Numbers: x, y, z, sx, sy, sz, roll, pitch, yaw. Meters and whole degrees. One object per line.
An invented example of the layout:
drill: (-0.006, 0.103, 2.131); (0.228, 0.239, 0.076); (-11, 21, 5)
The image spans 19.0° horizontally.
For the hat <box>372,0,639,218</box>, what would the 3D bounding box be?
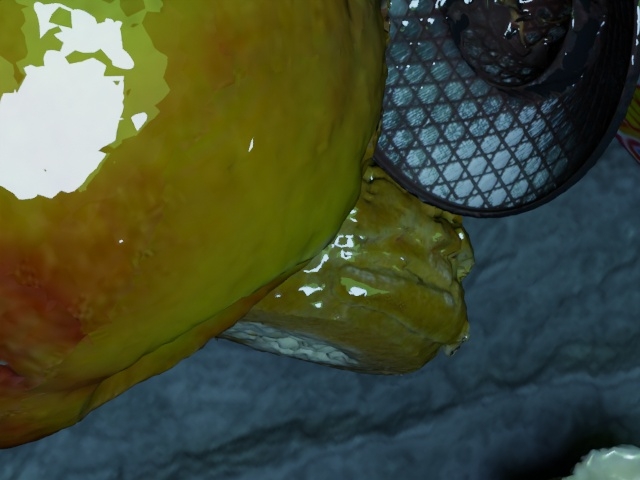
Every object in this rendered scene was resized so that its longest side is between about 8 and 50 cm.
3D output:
hat: (0.091, -0.110, 0.854); (0.082, 0.193, 0.193); (-12, 103, -41)

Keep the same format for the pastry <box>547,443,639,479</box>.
pastry: (0.148, 0.234, 1.056); (0.121, 0.089, 0.258); (-12, 101, -22)

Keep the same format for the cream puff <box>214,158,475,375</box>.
cream puff: (0.000, 0.000, 0.938); (0.165, 0.150, 0.115); (39, 61, -59)

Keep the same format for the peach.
peach: (-0.158, -0.100, 0.763); (0.372, 0.290, 0.372); (0, 83, 2)

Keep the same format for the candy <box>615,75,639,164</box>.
candy: (0.163, -0.132, 0.971); (0.306, 0.157, 0.100); (44, 82, -22)
